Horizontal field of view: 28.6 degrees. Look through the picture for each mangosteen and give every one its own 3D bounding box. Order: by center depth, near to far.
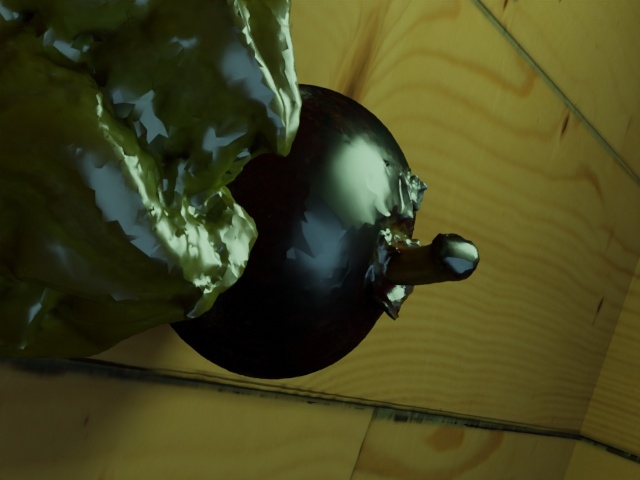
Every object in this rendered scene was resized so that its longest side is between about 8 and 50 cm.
[{"bbox_3d":[0.000,0.000,0.968,0.235,0.262,0.235,-38,136,-49],"label":"mangosteen"}]

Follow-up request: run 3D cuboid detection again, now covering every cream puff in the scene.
[{"bbox_3d":[-0.133,-0.099,0.654,0.324,0.257,0.291,-58,149,-25],"label":"cream puff"}]
